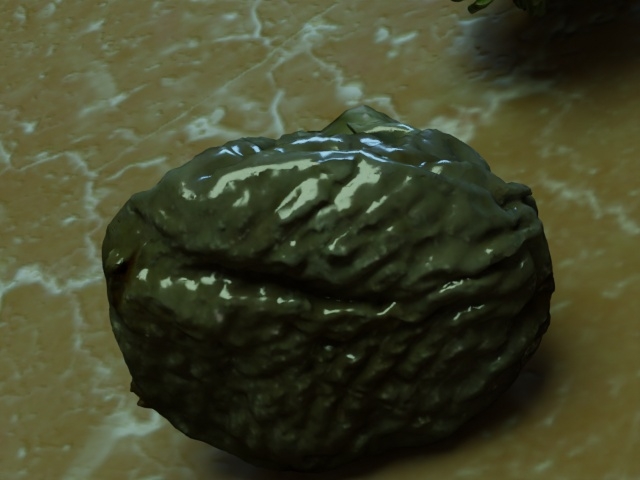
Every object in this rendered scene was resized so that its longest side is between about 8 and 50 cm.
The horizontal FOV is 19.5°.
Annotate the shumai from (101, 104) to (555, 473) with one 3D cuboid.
[{"bbox_3d":[0.000,0.000,0.883,0.206,0.166,0.175,2,33,-6],"label":"shumai"}]

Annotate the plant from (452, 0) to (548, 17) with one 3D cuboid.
[{"bbox_3d":[0.109,-0.259,1.012,0.297,0.261,0.306,2,44,4],"label":"plant"}]
